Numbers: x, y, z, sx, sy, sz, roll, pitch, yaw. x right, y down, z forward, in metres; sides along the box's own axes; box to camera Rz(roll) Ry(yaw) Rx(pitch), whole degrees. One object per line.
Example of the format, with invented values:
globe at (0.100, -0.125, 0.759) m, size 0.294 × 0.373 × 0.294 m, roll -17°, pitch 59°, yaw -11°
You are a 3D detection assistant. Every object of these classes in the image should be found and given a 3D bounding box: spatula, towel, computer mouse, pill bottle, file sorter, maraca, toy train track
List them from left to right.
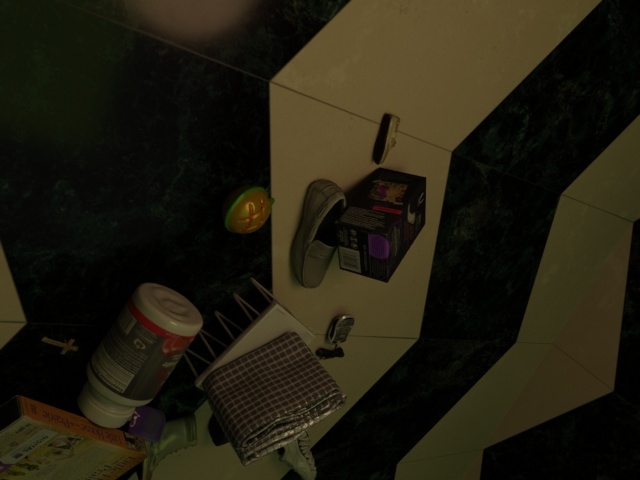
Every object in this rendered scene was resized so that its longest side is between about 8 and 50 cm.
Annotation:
toy train track at (-0.593, 0.233, 1.328) m, size 0.083 × 0.014 × 0.048 m, roll 30°, pitch 107°, yaw -39°
spatula at (-0.525, 0.442, 1.497) m, size 0.296 × 0.030 × 0.084 m, roll 38°, pitch 59°, yaw -40°
pill bottle at (-0.429, 0.272, 1.360) m, size 0.176 × 0.176 × 0.319 m, roll 26°, pitch 102°, yaw -44°
file sorter at (-0.197, 0.262, 1.526) m, size 0.277 × 0.173 × 0.193 m, roll -45°, pitch 135°, yaw -2°
maraca at (-0.166, -0.069, 1.375) m, size 0.127 × 0.099 × 0.185 m, roll -50°, pitch 161°, yaw 6°
towel at (-0.110, 0.358, 1.372) m, size 0.283 × 0.235 × 0.121 m, roll -25°, pitch 124°, yaw -21°
computer mouse at (0.054, 0.296, 1.832) m, size 0.106 × 0.042 × 0.193 m, roll 1°, pitch 125°, yaw -32°

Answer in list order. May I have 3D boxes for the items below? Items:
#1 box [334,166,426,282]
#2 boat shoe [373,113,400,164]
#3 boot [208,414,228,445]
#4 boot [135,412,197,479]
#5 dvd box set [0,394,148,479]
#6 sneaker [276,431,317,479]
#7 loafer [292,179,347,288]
box at (0.164, -0.046, 1.521) m, size 0.270 × 0.143 × 0.165 m, roll -50°, pitch 145°, yaw -42°
boat shoe at (0.176, -0.261, 1.520) m, size 0.045 × 0.050 × 0.136 m, roll 0°, pitch 120°, yaw -30°
boot at (-0.179, 0.472, 1.748) m, size 0.222 × 0.118 × 0.338 m, roll 7°, pitch 126°, yaw -42°
boot at (-0.435, 0.593, 1.650) m, size 0.165 × 0.077 × 0.213 m, roll -3°, pitch 114°, yaw -35°
dvd box set at (-0.640, 0.508, 1.319) m, size 0.307 × 0.062 × 0.420 m, roll -34°, pitch 143°, yaw 3°
sneaker at (-0.088, 0.731, 1.997) m, size 0.118 × 0.110 × 0.292 m, roll -21°, pitch 122°, yaw -14°
loafer at (0.000, 0.000, 1.530) m, size 0.112 × 0.111 × 0.320 m, roll -11°, pitch 126°, yaw -30°
